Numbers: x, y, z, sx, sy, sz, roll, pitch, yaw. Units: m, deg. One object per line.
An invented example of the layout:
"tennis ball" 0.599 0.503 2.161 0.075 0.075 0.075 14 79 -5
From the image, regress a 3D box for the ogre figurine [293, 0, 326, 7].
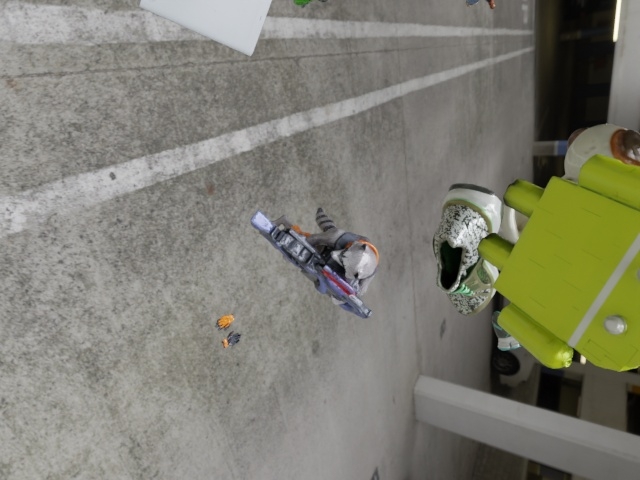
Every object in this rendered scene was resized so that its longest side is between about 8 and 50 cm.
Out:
"ogre figurine" -0.046 -0.491 0.725 0.197 0.118 0.097 34 73 -20

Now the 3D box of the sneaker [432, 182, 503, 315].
"sneaker" 0.316 0.067 0.993 0.182 0.158 0.410 -46 138 -27

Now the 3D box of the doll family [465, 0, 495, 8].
"doll family" 0.212 -0.442 0.641 0.076 0.193 0.111 -51 -173 11

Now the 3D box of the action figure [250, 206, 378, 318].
"action figure" 0.000 0.000 0.917 0.178 0.330 0.341 -50 120 -8

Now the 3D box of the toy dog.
"toy dog" 0.721 -0.119 1.171 0.408 0.395 0.284 -62 -175 12

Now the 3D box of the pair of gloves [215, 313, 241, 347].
"pair of gloves" -0.247 0.243 1.131 0.074 0.010 0.083 -19 87 -62

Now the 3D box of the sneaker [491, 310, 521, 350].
"sneaker" 0.371 0.126 0.713 0.065 0.166 0.076 46 23 -68

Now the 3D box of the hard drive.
"hard drive" -0.282 -0.633 1.075 0.307 0.040 0.203 8 118 -39

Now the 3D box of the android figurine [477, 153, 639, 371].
"android figurine" 0.309 0.034 0.489 0.056 0.273 0.248 5 118 -30
